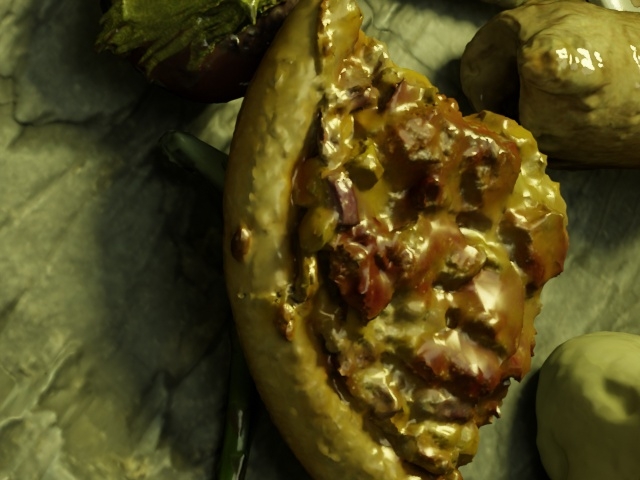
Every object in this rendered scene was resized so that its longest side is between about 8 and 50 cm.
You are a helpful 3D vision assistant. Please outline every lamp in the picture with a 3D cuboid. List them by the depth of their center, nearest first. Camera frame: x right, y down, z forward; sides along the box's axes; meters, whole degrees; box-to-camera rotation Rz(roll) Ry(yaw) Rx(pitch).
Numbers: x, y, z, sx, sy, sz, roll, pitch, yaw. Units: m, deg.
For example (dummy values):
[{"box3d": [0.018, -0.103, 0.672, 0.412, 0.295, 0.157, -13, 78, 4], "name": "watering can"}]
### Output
[{"box3d": [-0.073, -0.176, 1.360, 0.156, 0.135, 0.157, 21, 62, -30], "name": "lamp"}]

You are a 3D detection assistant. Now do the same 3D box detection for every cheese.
[{"box3d": [0.261, 0.201, 1.479, 0.173, 0.251, 0.248, 8, 106, -47], "name": "cheese"}]

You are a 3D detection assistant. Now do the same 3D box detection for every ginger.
[{"box3d": [0.252, -0.125, 1.542, 0.275, 0.221, 0.130, 8, 79, -43], "name": "ginger"}]

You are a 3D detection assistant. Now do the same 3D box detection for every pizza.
[{"box3d": [0.058, 0.019, 1.359, 0.277, 0.114, 0.409, -8, 98, -30], "name": "pizza"}]

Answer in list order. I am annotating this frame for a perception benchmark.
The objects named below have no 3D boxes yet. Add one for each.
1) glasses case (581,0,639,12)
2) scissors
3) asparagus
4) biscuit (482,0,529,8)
[{"box3d": [0.252, -0.206, 1.667, 0.063, 0.041, 0.164, -28, 92, -39], "name": "glasses case"}, {"box3d": [0.000, 0.000, 1.413, 0.289, 0.041, 0.138, 33, 65, -24], "name": "scissors"}, {"box3d": [-0.061, 0.142, 1.329, 0.034, 0.027, 0.236, 36, 55, -46], "name": "asparagus"}, {"box3d": [0.066, -0.303, 1.563, 0.324, 0.044, 0.217, 10, 68, -34], "name": "biscuit"}]
